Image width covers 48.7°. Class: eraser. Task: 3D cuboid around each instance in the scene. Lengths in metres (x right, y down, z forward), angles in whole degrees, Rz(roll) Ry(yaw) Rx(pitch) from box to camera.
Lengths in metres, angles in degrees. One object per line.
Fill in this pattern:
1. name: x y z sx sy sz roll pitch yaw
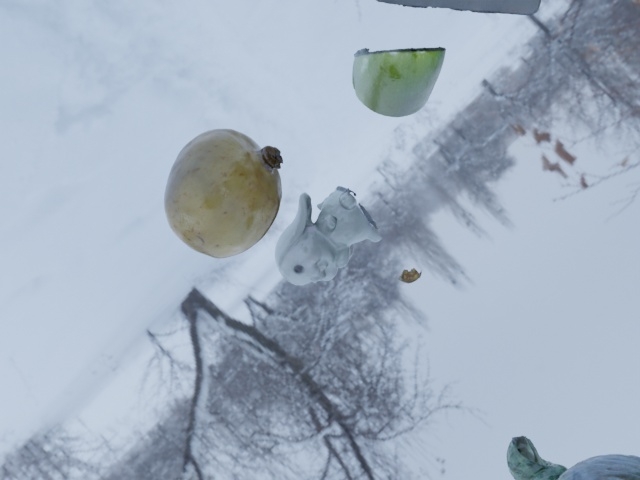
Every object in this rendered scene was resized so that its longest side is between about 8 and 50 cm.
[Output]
1. eraser: 0.239 -0.502 1.330 0.077 0.353 0.111 -71 166 -47

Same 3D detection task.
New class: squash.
1. squash: 0.206 -0.474 1.856 0.234 0.210 0.309 -1 161 -1

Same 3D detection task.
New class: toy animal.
1. toy animal: 0.003 -0.018 1.880 0.289 0.249 0.174 -30 -144 -21

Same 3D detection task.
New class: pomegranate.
1. pomegranate: -0.224 -0.103 1.613 0.307 0.307 0.307 -45 177 -3

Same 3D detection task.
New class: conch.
1. conch: 0.604 0.644 1.961 0.122 0.188 0.176 -49 134 -7

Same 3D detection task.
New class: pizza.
1. pizza: 0.221 0.087 1.747 0.083 0.037 0.016 -11 -175 -40

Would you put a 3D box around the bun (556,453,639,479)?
1. bun: 0.546 0.550 1.225 0.362 0.362 0.211 -40 151 -53
